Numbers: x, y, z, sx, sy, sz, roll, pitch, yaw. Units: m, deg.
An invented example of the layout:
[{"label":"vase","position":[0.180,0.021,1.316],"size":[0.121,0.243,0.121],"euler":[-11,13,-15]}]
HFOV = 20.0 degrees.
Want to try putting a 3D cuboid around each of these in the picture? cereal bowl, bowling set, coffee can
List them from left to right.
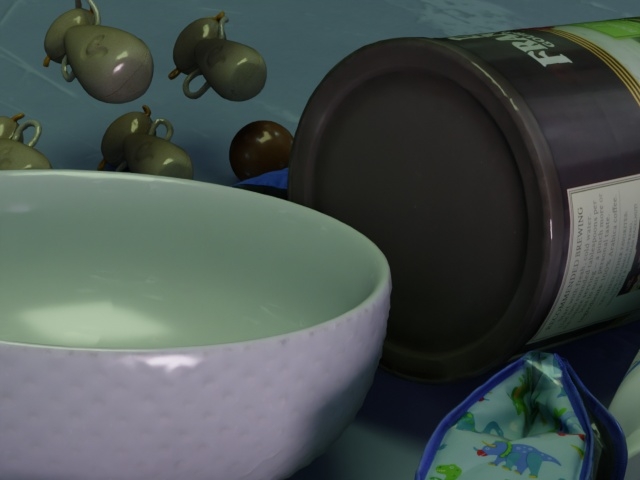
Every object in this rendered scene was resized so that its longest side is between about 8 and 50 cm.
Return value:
[{"label":"cereal bowl","position":[-0.133,0.066,0.998],"size":[0.339,0.141,0.339],"euler":[4,17,-1]},{"label":"bowling set","position":[-0.126,-0.107,1.406],"size":[0.287,0.200,0.154],"euler":[-49,32,-2]},{"label":"coffee can","position":[0.145,-0.035,1.134],"size":[0.201,0.201,0.275],"euler":[24,24,39]}]

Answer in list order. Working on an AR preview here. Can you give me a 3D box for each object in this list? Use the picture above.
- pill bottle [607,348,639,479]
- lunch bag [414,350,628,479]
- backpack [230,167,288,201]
[{"label":"pill bottle","position":[0.226,0.097,0.994],"size":[0.124,0.124,0.221],"euler":[11,28,19]},{"label":"lunch bag","position":[0.094,0.142,0.889],"size":[0.096,0.129,0.151],"euler":[11,25,10]},{"label":"backpack","position":[0.000,0.000,1.226],"size":[0.120,0.098,0.101],"euler":[6,14,39]}]
